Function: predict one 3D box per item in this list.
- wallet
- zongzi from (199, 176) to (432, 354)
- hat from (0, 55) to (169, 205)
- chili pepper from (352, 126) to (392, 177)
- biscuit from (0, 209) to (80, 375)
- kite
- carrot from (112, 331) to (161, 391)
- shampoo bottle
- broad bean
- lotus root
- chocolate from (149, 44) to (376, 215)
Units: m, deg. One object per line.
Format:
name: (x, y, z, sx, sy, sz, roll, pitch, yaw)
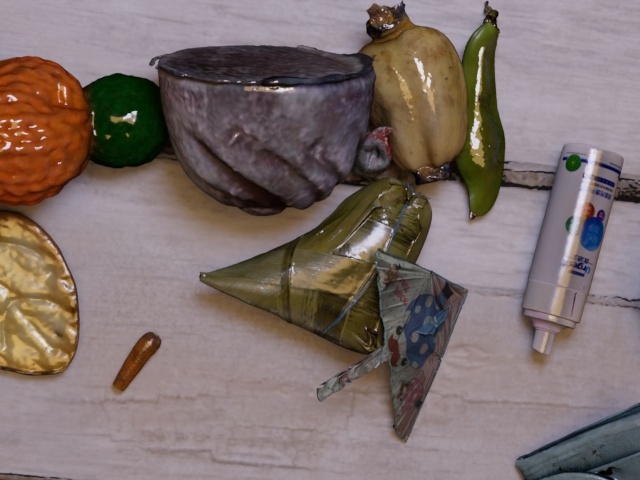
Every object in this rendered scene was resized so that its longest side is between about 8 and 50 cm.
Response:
wallet: (0.455, 0.416, 1.544, 0.237, 0.075, 0.342, -30, 92, 26)
zongzi: (0.000, 0.000, 1.526, 0.274, 0.125, 0.250, 23, 87, -7)
hat: (-0.407, -0.124, 1.452, 0.400, 0.285, 0.285, 12, 87, -20)
chili pepper: (0.073, -0.117, 1.527, 0.050, 0.153, 0.041, -8, 77, -11)
biscuit: (-0.439, 0.080, 1.530, 0.203, 0.041, 0.260, -40, 93, -8)
kite: (0.109, 0.146, 1.516, 0.314, 0.011, 0.335, -32, 126, -35)
carrot: (-0.259, 0.169, 1.548, 0.032, 0.032, 0.093, 36, 90, -3)
shampoo bottle: (0.355, 0.016, 1.580, 0.092, 0.092, 0.303, 17, 86, -5)
broad bean: (0.232, -0.192, 1.584, 0.075, 0.067, 0.325, 1, 93, -42)
lotus root: (0.127, -0.206, 1.543, 0.155, 0.140, 0.256, -13, 92, 26)
chocolate: (-0.078, -0.141, 1.462, 0.303, 0.303, 0.212, -2, 109, -6)
